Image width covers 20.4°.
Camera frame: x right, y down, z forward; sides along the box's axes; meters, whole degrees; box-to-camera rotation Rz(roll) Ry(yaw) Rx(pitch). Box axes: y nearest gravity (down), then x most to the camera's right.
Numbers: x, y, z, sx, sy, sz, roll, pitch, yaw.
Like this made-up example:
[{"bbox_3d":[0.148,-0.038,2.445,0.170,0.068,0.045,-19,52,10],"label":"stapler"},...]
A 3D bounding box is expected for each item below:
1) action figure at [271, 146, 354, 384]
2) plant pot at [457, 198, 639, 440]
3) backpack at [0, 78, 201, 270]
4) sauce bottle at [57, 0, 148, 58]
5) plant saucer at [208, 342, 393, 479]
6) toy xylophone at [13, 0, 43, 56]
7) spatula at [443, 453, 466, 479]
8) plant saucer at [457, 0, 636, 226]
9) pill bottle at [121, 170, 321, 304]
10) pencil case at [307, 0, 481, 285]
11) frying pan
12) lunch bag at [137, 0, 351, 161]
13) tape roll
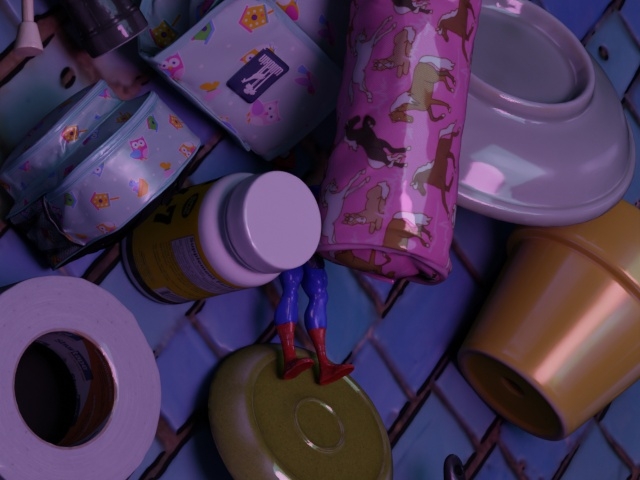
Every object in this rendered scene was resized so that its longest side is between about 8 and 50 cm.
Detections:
[{"bbox_3d":[0.000,0.000,1.933,0.091,0.139,0.280,13,54,-42],"label":"action figure"},{"bbox_3d":[0.298,0.099,2.128,0.239,0.254,0.254,-47,112,-20],"label":"plant pot"},{"bbox_3d":[-0.216,-0.074,1.756,0.144,0.188,0.166,54,53,-18],"label":"backpack"},{"bbox_3d":[-0.293,-0.346,1.800,0.111,0.111,0.344,-40,106,-38],"label":"sauce bottle"},{"bbox_3d":[-0.010,0.205,1.907,0.241,0.037,0.241,25,43,-26],"label":"plant saucer"},{"bbox_3d":[-0.384,-0.274,1.675,0.236,0.081,0.323,-7,80,-8],"label":"toy xylophone"},{"bbox_3d":[0.170,0.384,1.974,0.084,0.030,0.296,1,73,-46],"label":"spatula"},{"bbox_3d":[0.203,-0.191,2.057,0.400,0.100,0.400,16,41,-15],"label":"plant saucer"},{"bbox_3d":[-0.101,-0.004,1.824,0.119,0.208,0.119,10,75,-39],"label":"pill bottle"},{"bbox_3d":[0.083,-0.151,1.852,0.160,0.167,0.386,17,77,-48],"label":"pencil case"},{"bbox_3d":[-0.301,0.190,1.721,0.326,0.053,0.197,-28,98,-38],"label":"frying pan"},{"bbox_3d":[-0.065,-0.245,1.931,0.223,0.160,0.262,39,70,-44],"label":"lunch bag"},{"bbox_3d":[-0.260,0.145,1.691,0.219,0.072,0.219,10,73,-38],"label":"tape roll"}]
